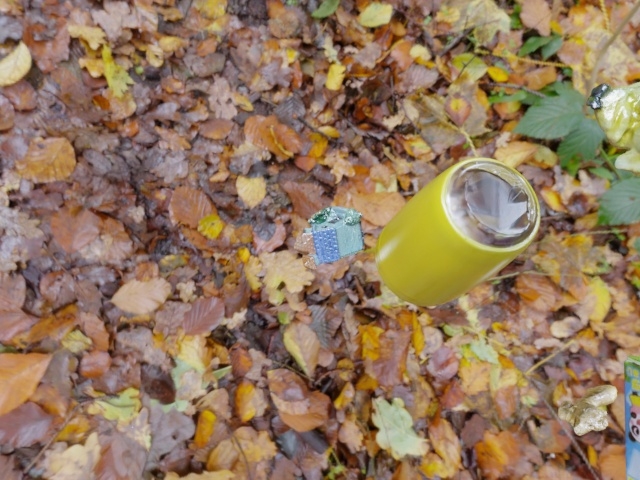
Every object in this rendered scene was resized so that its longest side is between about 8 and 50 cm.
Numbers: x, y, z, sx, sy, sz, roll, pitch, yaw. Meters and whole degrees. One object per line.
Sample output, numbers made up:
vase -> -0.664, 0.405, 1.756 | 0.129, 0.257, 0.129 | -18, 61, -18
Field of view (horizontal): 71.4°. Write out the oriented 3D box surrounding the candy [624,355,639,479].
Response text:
candy -> 0.391, 0.233, 0.484 | 0.062, 0.097, 0.194 | 2, 88, -5

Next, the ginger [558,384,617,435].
ginger -> 0.792, 0.493, 1.295 | 0.214, 0.133, 0.058 | -22, 98, -8

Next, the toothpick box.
toothpick box -> 0.200, -0.008, 0.679 | 0.175, 0.271, 0.174 | 3, 70, -9

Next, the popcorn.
popcorn -> 0.790, -0.238, 0.974 | 0.237, 0.293, 0.292 | 32, 55, -42

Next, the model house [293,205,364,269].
model house -> 0.000, 0.000, 1.003 | 0.149, 0.148, 0.119 | -29, 118, -38
